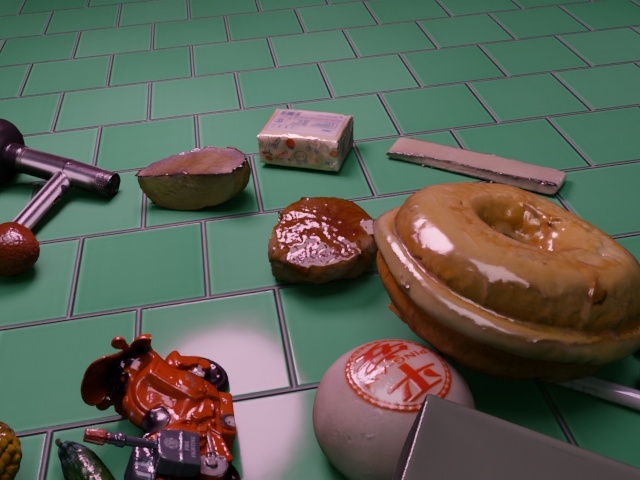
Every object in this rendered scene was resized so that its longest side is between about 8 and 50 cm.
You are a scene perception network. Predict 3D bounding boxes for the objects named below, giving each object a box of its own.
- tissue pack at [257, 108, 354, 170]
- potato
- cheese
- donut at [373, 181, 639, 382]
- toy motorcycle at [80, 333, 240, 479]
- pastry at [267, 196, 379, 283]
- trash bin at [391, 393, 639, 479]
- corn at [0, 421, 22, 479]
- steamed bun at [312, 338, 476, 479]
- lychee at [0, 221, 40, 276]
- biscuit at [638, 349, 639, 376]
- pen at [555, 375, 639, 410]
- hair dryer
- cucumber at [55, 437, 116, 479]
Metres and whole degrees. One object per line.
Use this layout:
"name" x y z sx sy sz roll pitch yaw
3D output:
"tissue pack" -0.031 -0.236 1.665 0.196 0.092 0.148 7 38 16
"potato" -0.261 -0.137 1.549 0.243 0.098 0.138 -1 33 14
"cheese" 0.344 -0.172 1.600 0.400 0.034 0.085 17 37 24
"donut" 0.288 0.052 1.111 0.448 0.198 0.449 11 25 -5
"toy motorcycle" -0.226 0.249 0.996 0.221 0.148 0.326 12 23 -18
"pastry" 0.000 0.000 1.342 0.218 0.100 0.229 -19 44 -13
"trash bin" 0.237 0.336 0.770 0.343 0.158 0.223 20 41 9
"corn" -0.499 0.375 0.873 0.120 0.121 0.363 10 42 17
"steamed bun" 0.103 0.227 0.993 0.231 0.145 0.232 -2 37 2
"lychee" -0.601 0.011 1.371 0.101 0.115 0.140 -2 11 -44
"biscuit" 0.589 0.190 1.077 0.207 0.047 0.164 8 32 14
"pen" 0.477 0.239 1.042 0.268 0.033 0.033 15 41 24
"hair dryer" -0.643 -0.128 1.529 0.320 0.156 0.284 21 32 17
"cucumber" -0.296 0.338 0.953 0.056 0.056 0.250 -28 45 -29
